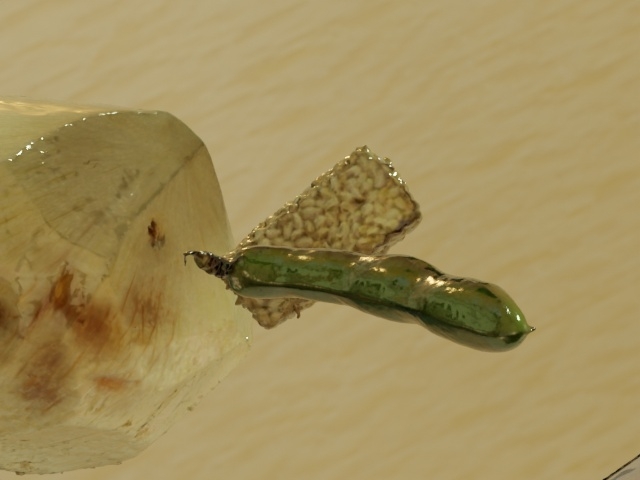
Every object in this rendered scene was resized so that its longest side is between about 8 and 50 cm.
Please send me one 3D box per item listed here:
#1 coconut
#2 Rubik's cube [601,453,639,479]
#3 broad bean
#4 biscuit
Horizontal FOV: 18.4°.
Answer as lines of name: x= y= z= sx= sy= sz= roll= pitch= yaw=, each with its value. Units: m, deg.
coconut: x=-0.259 y=0.034 z=1.949 sx=0.344 sy=0.415 sz=0.415 roll=51 pitch=-14 yaw=23
Rubik's cube: x=0.254 y=0.237 z=0.888 sx=0.305 sy=0.307 sz=0.310 roll=48 pitch=17 yaw=-6
broad bean: x=0.027 y=0.029 z=1.114 sx=0.227 sy=0.069 sz=0.039 roll=8 pitch=-75 yaw=33
biscuit: x=0.000 y=0.000 z=1.559 sx=0.082 sy=0.168 sz=0.070 roll=51 pitch=-2 yaw=-2
